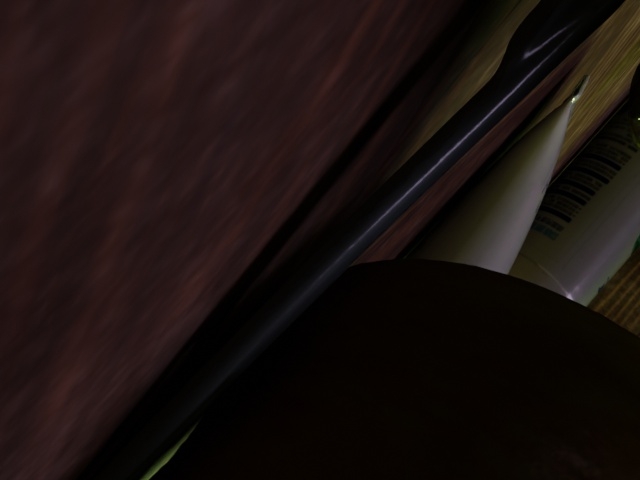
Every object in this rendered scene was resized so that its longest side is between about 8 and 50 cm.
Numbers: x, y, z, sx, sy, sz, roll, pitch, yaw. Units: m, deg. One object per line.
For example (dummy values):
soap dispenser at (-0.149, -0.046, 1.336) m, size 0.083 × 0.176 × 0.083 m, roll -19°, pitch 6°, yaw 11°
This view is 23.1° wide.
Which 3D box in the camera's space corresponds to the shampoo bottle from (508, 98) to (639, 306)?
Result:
shampoo bottle at (0.210, 0.000, 1.296) m, size 0.303 × 0.092 × 0.092 m, roll -47°, pitch 172°, yaw -18°

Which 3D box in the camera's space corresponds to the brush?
brush at (0.000, 0.000, 0.408) m, size 0.266 × 0.027 × 0.062 m, roll -46°, pitch 173°, yaw 13°

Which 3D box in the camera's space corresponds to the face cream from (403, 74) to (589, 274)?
face cream at (0.053, 0.029, 0.723) m, size 0.243 × 0.058 × 0.092 m, roll -52°, pitch 170°, yaw -24°

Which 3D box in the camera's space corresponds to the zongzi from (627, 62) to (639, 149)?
zongzi at (0.261, -0.116, 1.067) m, size 0.221 × 0.112 × 0.242 m, roll -35°, pitch -166°, yaw -20°

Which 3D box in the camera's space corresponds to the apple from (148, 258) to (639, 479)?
apple at (0.030, 0.137, 0.500) m, size 0.264 × 0.264 × 0.264 m, roll -47°, pitch 172°, yaw -9°
